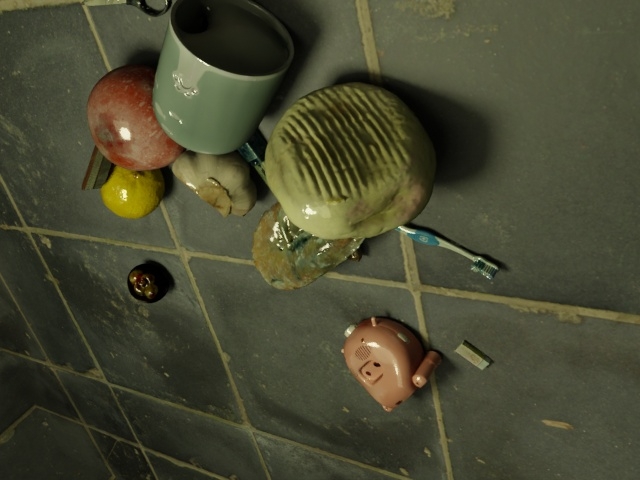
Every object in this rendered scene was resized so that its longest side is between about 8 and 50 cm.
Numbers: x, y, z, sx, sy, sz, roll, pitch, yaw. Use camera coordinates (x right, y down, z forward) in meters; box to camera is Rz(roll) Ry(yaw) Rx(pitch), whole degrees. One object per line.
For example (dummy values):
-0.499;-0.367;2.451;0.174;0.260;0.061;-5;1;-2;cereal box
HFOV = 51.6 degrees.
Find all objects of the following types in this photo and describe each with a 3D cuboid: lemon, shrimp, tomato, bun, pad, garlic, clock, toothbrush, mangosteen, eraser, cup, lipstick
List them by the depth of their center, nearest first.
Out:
0.057;-0.144;1.356;0.360;0.361;0.213;21;153;21;bun
-0.246;-0.387;1.455;0.357;0.259;0.274;63;143;24;cup
0.233;-0.014;1.533;0.386;0.040;0.040;29;136;20;toothbrush
-0.014;-0.023;1.612;0.445;0.110;0.221;-29;82;39;shrimp
-0.123;-0.168;1.655;0.051;0.051;0.312;-17;115;48;lipstick
-0.462;-0.302;1.663;0.270;0.227;0.270;17;125;25;tomato
0.384;0.289;1.665;0.083;0.019;0.038;36;135;7;eraser
-0.254;-0.170;1.676;0.229;0.178;0.143;24;112;-24;garlic
0.160;0.319;1.770;0.241;0.142;0.227;42;137;6;clock
-0.623;-0.304;1.869;0.250;0.055;0.324;3;94;57;pad
-0.532;-0.150;1.874;0.178;0.178;0.203;47;149;-4;lemon
-0.561;0.138;2.143;0.137;0.137;0.151;43;177;0;mangosteen

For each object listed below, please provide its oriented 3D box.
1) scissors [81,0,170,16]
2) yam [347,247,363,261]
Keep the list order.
-0.480;-0.588;1.603;0.299;0.022;0.109;7;123;34;scissors
0.000;0.000;1.698;0.241;0.057;0.057;19;132;25;yam
